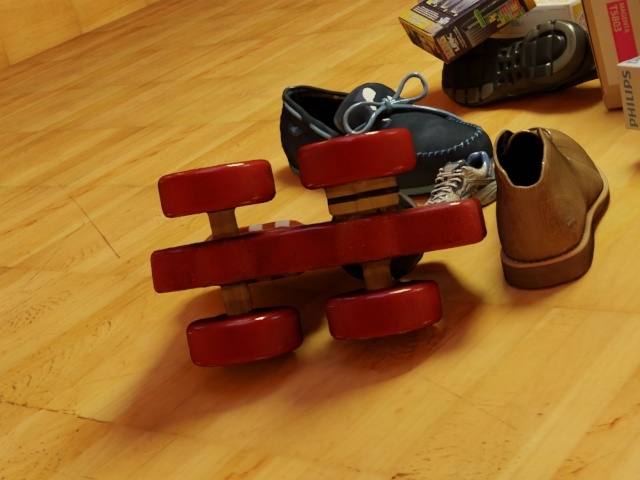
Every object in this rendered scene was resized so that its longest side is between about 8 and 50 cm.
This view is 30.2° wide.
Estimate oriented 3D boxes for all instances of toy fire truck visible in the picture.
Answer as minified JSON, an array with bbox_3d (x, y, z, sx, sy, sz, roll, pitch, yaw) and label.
[{"bbox_3d":[0.000,0.000,1.086,0.302,0.169,0.254,-11,3,11],"label":"toy fire truck"}]

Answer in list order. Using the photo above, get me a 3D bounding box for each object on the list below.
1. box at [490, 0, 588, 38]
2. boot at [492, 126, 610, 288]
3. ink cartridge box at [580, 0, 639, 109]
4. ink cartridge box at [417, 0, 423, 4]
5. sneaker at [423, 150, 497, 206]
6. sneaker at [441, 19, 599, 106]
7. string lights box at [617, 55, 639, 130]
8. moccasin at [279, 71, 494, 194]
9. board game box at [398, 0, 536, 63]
[{"bbox_3d":[0.312,-0.297,1.668,0.114,0.103,0.203,-30,25,-34],"label":"box"},{"bbox_3d":[0.215,-0.070,1.147,0.112,0.115,0.305,-12,20,15],"label":"boot"},{"bbox_3d":[0.385,-0.302,1.441,0.088,0.234,0.193,-5,24,30],"label":"ink cartridge box"},{"bbox_3d":[0.362,-0.471,2.132,0.261,0.066,0.296,3,28,43],"label":"ink cartridge box"},{"bbox_3d":[0.136,-0.053,1.235,0.052,0.058,0.135,4,29,42],"label":"sneaker"},{"bbox_3d":[0.268,-0.223,1.565,0.106,0.101,0.267,7,-3,-36],"label":"sneaker"},{"bbox_3d":[0.435,-0.151,1.157,0.133,0.076,0.260,-27,24,-26],"label":"string lights box"},{"bbox_3d":[0.053,-0.128,1.401,0.138,0.116,0.342,-32,26,-36],"label":"moccasin"},{"bbox_3d":[0.194,-0.307,1.596,0.141,0.048,0.170,-34,22,2],"label":"board game box"}]
